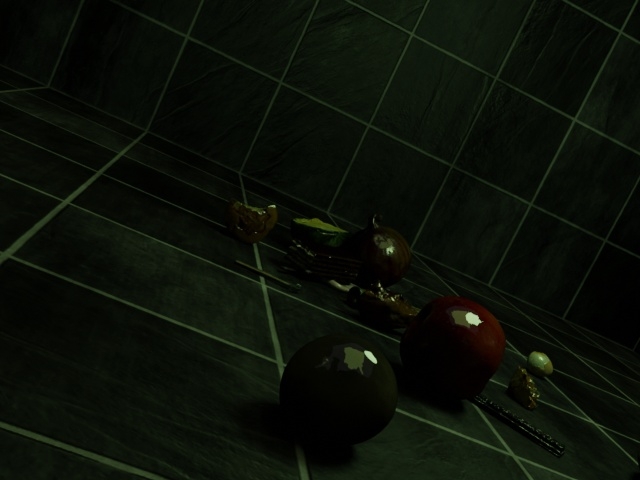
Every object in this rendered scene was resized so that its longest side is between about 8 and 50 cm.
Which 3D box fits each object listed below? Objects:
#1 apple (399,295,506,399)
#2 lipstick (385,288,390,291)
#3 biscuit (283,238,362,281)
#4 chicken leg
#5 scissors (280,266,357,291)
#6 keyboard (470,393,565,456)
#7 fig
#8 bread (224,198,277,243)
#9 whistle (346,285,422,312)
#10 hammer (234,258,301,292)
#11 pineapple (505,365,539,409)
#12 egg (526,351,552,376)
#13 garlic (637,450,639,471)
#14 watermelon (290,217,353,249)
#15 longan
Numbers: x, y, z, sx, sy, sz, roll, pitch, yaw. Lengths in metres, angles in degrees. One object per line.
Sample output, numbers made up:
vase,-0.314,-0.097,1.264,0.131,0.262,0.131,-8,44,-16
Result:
apple,0.283,0.229,1.581,0.201,0.218,0.218,33,9,2
lipstick,0.231,0.182,2.331,0.116,0.037,0.037,32,10,14
biscuit,0.009,0.058,2.136,0.106,0.070,0.252,33,13,37
chicken leg,0.234,0.207,1.945,0.304,0.113,0.093,25,30,-20
scissors,-0.013,0.101,2.133,0.160,0.024,0.317,34,12,37
keyboard,0.437,0.401,1.629,0.231,0.023,0.072,30,7,28
fig,0.169,0.049,2.309,0.235,0.235,0.215,36,-25,51
bread,-0.211,-0.055,2.174,0.156,0.125,0.086,8,5,-14
whistle,0.214,0.198,2.094,0.326,0.057,0.068,20,10,-33
hammer,-0.135,0.090,1.870,0.182,0.017,0.062,24,8,0
pineapple,0.524,0.389,1.876,0.114,0.077,0.114,32,36,-45
egg,0.679,0.385,2.269,0.083,0.071,0.071,32,10,24
garlic,0.777,0.513,1.646,0.143,0.112,0.318,56,16,27
watermelon,-0.002,-0.001,2.418,0.204,0.127,0.232,12,7,-35
longan,0.027,0.222,1.092,0.187,0.168,0.167,-10,30,-38
